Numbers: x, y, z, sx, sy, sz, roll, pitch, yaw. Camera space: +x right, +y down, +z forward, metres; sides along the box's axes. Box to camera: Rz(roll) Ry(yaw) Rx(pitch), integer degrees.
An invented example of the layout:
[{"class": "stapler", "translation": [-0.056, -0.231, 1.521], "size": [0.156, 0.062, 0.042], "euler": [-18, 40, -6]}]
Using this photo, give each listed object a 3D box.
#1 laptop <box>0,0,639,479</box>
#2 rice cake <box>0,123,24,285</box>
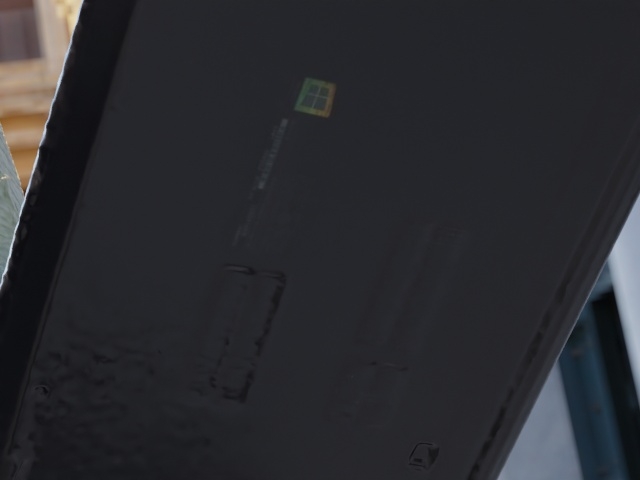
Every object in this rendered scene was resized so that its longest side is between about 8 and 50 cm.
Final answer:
[{"class": "laptop", "translation": [0.000, 0.000, 0.407], "size": [0.135, 0.016, 0.197], "euler": [10, -58, -16]}, {"class": "rice cake", "translation": [-0.158, -0.060, 0.741], "size": [0.042, 0.245, 0.045], "euler": [-39, -42, 15]}]
